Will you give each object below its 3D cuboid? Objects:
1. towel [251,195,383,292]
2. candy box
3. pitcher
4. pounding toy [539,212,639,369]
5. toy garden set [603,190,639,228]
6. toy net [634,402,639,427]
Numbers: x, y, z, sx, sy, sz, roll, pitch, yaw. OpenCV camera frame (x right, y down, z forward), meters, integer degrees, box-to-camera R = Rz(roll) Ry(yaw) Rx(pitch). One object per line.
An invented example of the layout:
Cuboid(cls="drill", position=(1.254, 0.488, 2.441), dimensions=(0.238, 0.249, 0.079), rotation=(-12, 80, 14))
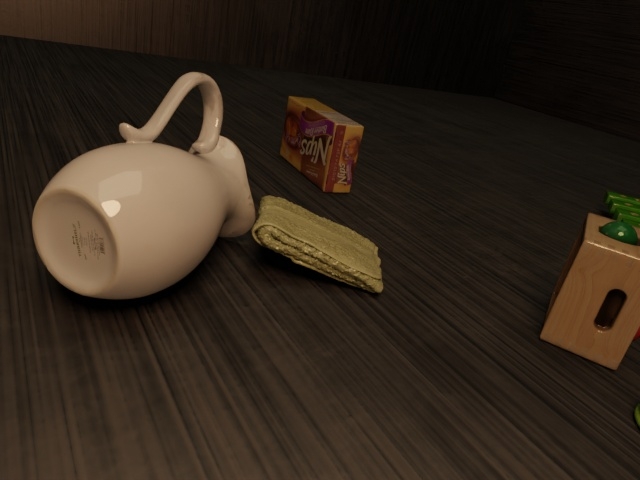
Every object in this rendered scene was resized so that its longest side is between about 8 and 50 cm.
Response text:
Cuboid(cls="towel", position=(0.000, 0.000, 0.530), dimensions=(0.148, 0.027, 0.110), rotation=(24, 21, -11))
Cuboid(cls="candy box", position=(-0.004, -0.163, 0.821), dimensions=(0.053, 0.109, 0.187), rotation=(-2, 28, -27))
Cuboid(cls="pitcher", position=(-0.142, -0.054, 0.439), dimensions=(0.125, 0.178, 0.207), rotation=(4, 20, 21))
Cuboid(cls="pounding toy", position=(0.290, 0.040, 0.475), dimensions=(0.100, 0.141, 0.130), rotation=(23, 27, 22))
Cuboid(cls="toy garden set", position=(0.602, -0.010, 0.846), dimensions=(0.203, 0.049, 0.244), rotation=(18, 24, 17))
Cuboid(cls="toy net", position=(0.335, 0.177, 0.323), dimensions=(0.122, 0.045, 0.232), rotation=(5, 27, -19))
